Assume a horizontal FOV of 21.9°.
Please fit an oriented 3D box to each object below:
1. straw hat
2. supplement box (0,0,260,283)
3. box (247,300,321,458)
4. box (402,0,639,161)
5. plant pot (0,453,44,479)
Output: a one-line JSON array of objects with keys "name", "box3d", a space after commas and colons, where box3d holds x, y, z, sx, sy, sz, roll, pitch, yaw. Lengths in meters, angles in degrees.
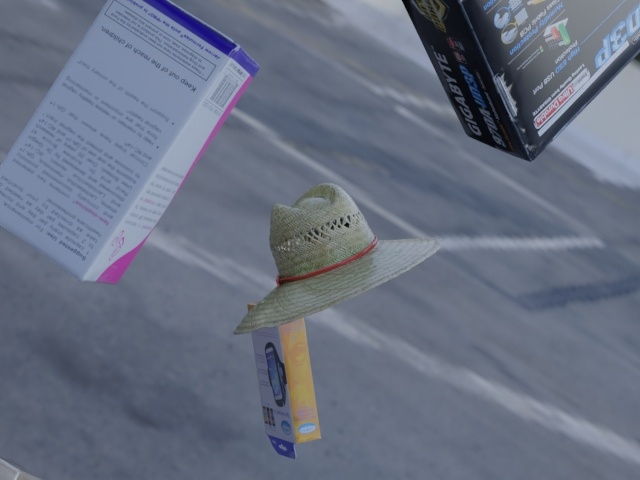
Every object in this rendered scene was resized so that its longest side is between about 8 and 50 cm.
[{"name": "straw hat", "box3d": [0.000, 0.000, 0.969, 0.144, 0.144, 0.061, -60, 126, -81]}, {"name": "supplement box", "box3d": [-0.160, -0.084, 1.323, 0.114, 0.220, 0.111, 33, 1, 7]}, {"name": "box", "box3d": [-0.031, 0.121, 1.447, 0.028, 0.136, 0.081, -11, 4, -20]}, {"name": "box", "box3d": [0.132, -0.174, 0.812, 0.051, 0.220, 0.175, 31, -20, 44]}, {"name": "plant pot", "box3d": [-0.171, 0.120, 0.673, 0.096, 0.109, 0.109, 15, -12, 5]}]
